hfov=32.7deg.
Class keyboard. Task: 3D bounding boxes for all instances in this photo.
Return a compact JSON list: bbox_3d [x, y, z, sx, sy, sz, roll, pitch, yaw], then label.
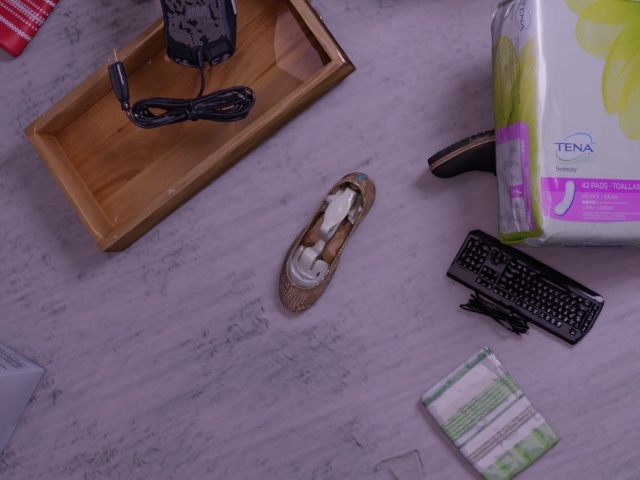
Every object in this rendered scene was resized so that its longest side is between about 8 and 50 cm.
[{"bbox_3d":[0.252,0.069,1.372,0.192,0.038,0.100,28,94,13],"label":"keyboard"}]

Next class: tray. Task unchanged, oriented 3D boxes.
[{"bbox_3d":[-0.177,-0.185,1.451,0.411,0.076,0.203,-36,81,11],"label":"tray"}]

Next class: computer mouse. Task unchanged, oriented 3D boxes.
[{"bbox_3d":[-0.188,-0.271,1.390,0.184,0.060,0.262,-10,99,10],"label":"computer mouse"}]

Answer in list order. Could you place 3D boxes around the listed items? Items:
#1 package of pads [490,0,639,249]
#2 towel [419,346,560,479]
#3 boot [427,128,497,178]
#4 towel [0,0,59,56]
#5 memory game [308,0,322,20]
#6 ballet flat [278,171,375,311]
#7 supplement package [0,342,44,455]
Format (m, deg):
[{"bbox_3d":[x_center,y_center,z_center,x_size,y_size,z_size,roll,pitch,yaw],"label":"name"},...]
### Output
[{"bbox_3d":[0.314,-0.138,1.283,0.229,0.101,0.297,1,86,-24],"label":"package of pads"},{"bbox_3d":[0.214,0.225,1.384,0.113,0.023,0.152,-40,82,10],"label":"towel"},{"bbox_3d":[0.245,-0.076,1.365,0.197,0.077,0.137,-18,89,12],"label":"boot"},{"bbox_3d":[-0.429,-0.421,1.550,0.199,0.031,0.275,38,96,11],"label":"towel"},{"bbox_3d":[-0.087,-0.288,1.476,0.186,0.012,0.186,-1,87,12],"label":"memory game"},{"bbox_3d":[0.000,0.000,1.416,0.073,0.067,0.206,29,94,12],"label":"ballet flat"},{"bbox_3d":[-0.541,0.214,1.428,0.198,0.262,0.199,29,94,13],"label":"supplement package"}]
